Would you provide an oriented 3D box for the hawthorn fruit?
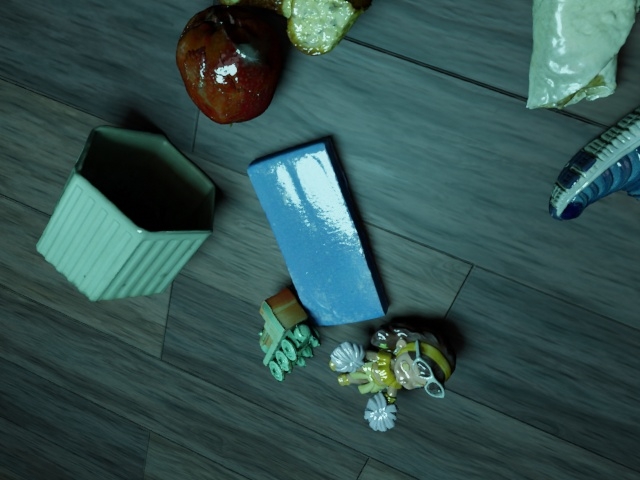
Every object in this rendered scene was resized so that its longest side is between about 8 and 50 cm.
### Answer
[{"bbox_3d":[-0.123,-0.230,0.636,0.148,0.148,0.171,16,143,11],"label":"hawthorn fruit"}]

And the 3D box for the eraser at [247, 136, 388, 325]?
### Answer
[{"bbox_3d":[0.000,0.000,0.755,0.144,0.042,0.311,-12,110,23],"label":"eraser"}]

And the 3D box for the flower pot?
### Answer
[{"bbox_3d":[-0.305,-0.040,0.741,0.209,0.239,0.189,25,127,-31],"label":"flower pot"}]

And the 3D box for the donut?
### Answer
[{"bbox_3d":[-0.036,-0.309,0.570,0.217,0.141,0.085,38,130,11],"label":"donut"}]

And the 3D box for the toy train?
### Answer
[{"bbox_3d":[-0.067,0.176,0.832,0.118,0.074,0.175,52,145,19],"label":"toy train"}]

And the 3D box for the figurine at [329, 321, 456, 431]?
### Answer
[{"bbox_3d":[0.112,0.216,0.780,0.240,0.116,0.174,-25,102,33],"label":"figurine"}]

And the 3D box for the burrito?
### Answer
[{"bbox_3d":[0.285,-0.338,0.486,0.117,0.076,0.391,-3,115,12],"label":"burrito"}]

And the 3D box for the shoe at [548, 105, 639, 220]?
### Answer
[{"bbox_3d":[0.380,-0.087,0.561,0.207,0.091,0.106,-38,93,25],"label":"shoe"}]
